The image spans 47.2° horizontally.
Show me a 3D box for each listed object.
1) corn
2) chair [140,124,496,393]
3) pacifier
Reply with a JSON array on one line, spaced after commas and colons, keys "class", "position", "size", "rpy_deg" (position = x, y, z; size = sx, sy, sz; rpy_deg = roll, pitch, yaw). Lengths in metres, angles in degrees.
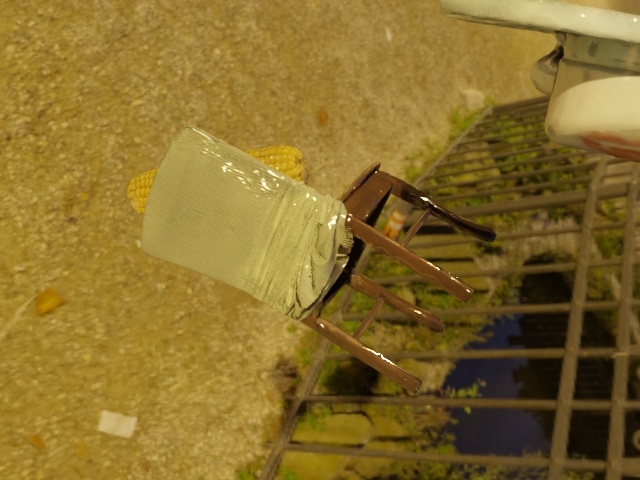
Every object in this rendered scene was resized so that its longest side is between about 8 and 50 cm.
[{"class": "corn", "position": [-0.128, -0.069, 0.921], "size": [0.080, 0.231, 0.080], "rpy_deg": [-9, 90, -79]}, {"class": "chair", "position": [0.000, 0.000, 0.765], "size": [0.160, 0.319, 0.186], "rpy_deg": [-66, 170, 28]}, {"class": "pacifier", "position": [0.206, -0.136, 0.354], "size": [0.227, 0.279, 0.207], "rpy_deg": [-25, 128, -55]}]
